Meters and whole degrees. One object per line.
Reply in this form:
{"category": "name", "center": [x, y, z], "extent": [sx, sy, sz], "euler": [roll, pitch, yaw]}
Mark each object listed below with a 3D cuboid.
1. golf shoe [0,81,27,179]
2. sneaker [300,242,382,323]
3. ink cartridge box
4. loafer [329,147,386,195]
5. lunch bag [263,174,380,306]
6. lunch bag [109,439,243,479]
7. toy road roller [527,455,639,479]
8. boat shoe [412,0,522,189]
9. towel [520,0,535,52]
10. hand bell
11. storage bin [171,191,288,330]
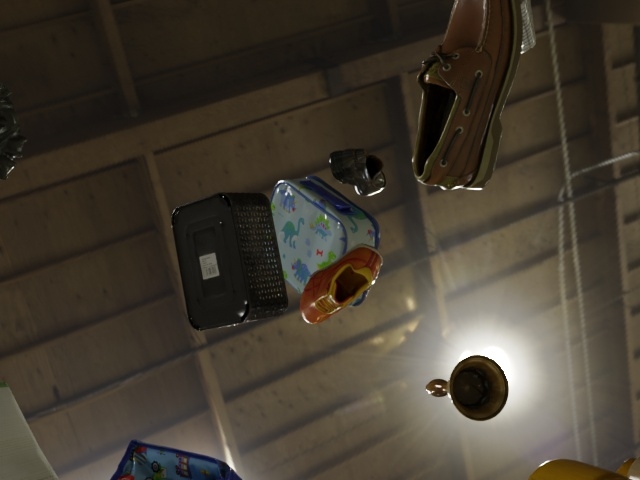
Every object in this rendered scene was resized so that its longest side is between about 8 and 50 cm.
{"category": "golf shoe", "center": [-0.224, -0.037, 0.324], "extent": [0.198, 0.094, 0.077], "euler": [-17, -62, -28]}
{"category": "sneaker", "center": [0.016, 0.067, 1.102], "extent": [0.064, 0.175, 0.067], "euler": [35, -134, -5]}
{"category": "ink cartridge box", "center": [-0.455, 0.314, 1.168], "extent": [0.056, 0.171, 0.235], "euler": [-33, -101, 3]}
{"category": "loafer", "center": [0.078, -0.114, 1.360], "extent": [0.170, 0.061, 0.062], "euler": [11, -114, -63]}
{"category": "lunch bag", "center": [0.000, 0.000, 1.341], "extent": [0.090, 0.219, 0.176], "euler": [-10, -58, -36]}
{"category": "lunch bag", "center": [-0.191, 0.457, 1.404], "extent": [0.221, 0.293, 0.138], "euler": [59, -143, -29]}
{"category": "toy road roller", "center": [0.487, 0.432, 1.327], "extent": [0.329, 0.202, 0.240], "euler": [-36, -77, -21]}
{"category": "boat shoe", "center": [0.191, -0.220, 1.106], "extent": [0.104, 0.111, 0.307], "euler": [1, -82, -24]}
{"category": "towel", "center": [0.320, -0.508, 1.534], "extent": [0.121, 0.235, 0.283], "euler": [-8, -98, 19]}
{"category": "hand bell", "center": [0.270, 0.303, 1.680], "extent": [0.126, 0.242, 0.126], "euler": [3, -102, -16]}
{"category": "storage bin", "center": [-0.129, 0.029, 1.159], "extent": [0.084, 0.122, 0.180], "euler": [-3, -100, -53]}
